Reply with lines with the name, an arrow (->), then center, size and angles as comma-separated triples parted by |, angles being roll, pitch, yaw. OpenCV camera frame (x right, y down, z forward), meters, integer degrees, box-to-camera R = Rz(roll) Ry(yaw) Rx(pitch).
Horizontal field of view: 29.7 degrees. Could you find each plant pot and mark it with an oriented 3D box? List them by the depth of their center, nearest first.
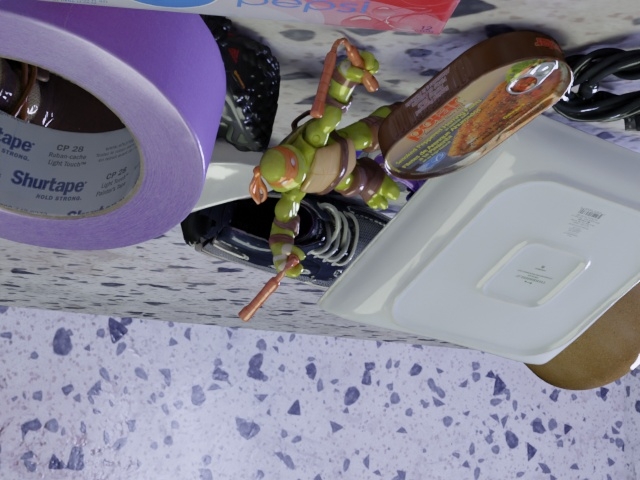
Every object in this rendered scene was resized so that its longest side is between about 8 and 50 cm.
plant pot -> 0.288, 0.044, 1.567 | 0.237, 0.237, 0.254 | -7, 152, 42

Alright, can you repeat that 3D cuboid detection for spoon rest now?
spoon rest -> -0.169, -0.064, 1.394 | 0.276, 0.084, 0.137 | -4, 168, 35

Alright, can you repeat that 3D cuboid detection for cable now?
cable -> 0.284, -0.137, 1.032 | 0.151, 0.047, 0.184 | 14, 167, -29

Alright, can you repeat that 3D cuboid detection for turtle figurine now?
turtle figurine -> 0.002, -0.062, 1.107 | 0.087, 0.269, 0.217 | 27, -160, 28

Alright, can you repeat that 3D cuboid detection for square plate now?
square plate -> 0.228, 0.021, 1.338 | 0.347, 0.049, 0.344 | 15, 133, -31

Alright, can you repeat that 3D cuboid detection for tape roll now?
tape roll -> -0.212, -0.105, 0.891 | 0.275, 0.090, 0.274 | 8, 146, 5

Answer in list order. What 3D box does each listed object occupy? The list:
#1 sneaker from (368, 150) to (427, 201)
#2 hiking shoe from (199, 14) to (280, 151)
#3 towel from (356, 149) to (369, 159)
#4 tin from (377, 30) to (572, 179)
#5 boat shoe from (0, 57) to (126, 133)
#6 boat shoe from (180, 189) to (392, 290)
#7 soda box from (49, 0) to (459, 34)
sneaker -> 0.124, -0.071, 1.288 | 0.170, 0.071, 0.068 | 11, -166, -22
hiking shoe -> -0.111, -0.141, 1.015 | 0.114, 0.086, 0.227 | 8, 163, 21
towel -> 0.044, -0.100, 1.350 | 0.083, 0.009, 0.060 | 5, 170, -16
tin -> 0.128, -0.113, 1.030 | 0.106, 0.040, 0.190 | 3, 150, -44
boat shoe -> -0.298, -0.118, 1.049 | 0.342, 0.123, 0.123 | 15, 166, -27
boat shoe -> 0.000, 0.000, 1.562 | 0.341, 0.127, 0.158 | 8, 176, -23
soda box -> -0.045, -0.185, 0.719 | 0.263, 0.083, 0.092 | 4, 169, -6
